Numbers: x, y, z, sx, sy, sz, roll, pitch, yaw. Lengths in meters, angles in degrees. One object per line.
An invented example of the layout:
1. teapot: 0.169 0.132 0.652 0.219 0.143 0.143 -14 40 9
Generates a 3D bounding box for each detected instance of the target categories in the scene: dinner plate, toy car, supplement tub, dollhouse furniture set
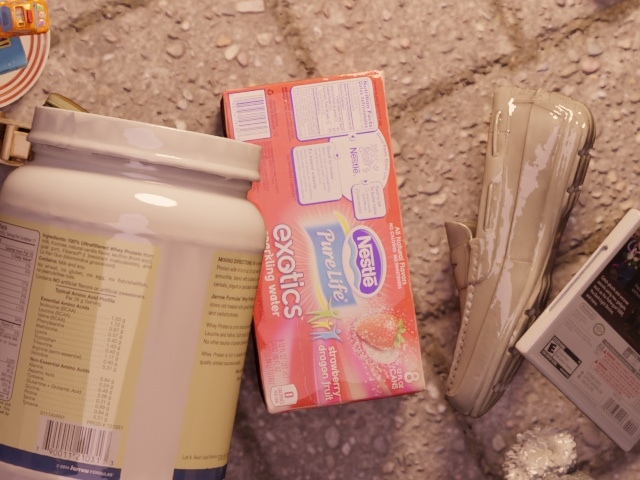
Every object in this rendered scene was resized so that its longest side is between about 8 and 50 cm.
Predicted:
1. dinner plate: -0.329 -0.193 1.829 0.141 0.017 0.141 0 91 -3
2. toy car: -0.274 -0.163 1.718 0.060 0.040 0.122 10 88 -25
3. supplement tub: -0.174 0.061 1.640 0.235 0.235 0.325 10 91 -4
4. dollhouse furniture set: -0.328 -0.046 1.747 0.101 0.182 0.161 12 90 -3

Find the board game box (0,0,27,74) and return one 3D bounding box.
1. board game box: -0.456 -0.252 1.703 0.302 0.086 0.308 -21 101 -22

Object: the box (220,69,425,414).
1. box: 0.000 0.000 1.789 0.154 0.142 0.300 -9 91 -4

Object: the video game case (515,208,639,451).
1. video game case: 0.295 0.088 1.824 0.173 0.022 0.190 -49 125 -2

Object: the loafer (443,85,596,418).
1. loafer: 0.170 0.010 1.827 0.111 0.112 0.319 18 91 16

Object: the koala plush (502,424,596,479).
1. koala plush: 0.190 0.293 1.807 0.221 0.203 0.196 -40 102 -24

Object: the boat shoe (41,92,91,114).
1. boat shoe: -0.192 -0.043 1.808 0.223 0.080 0.073 45 82 -7
